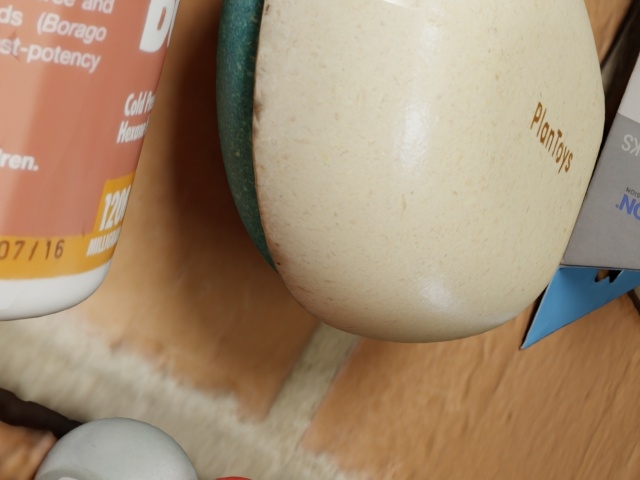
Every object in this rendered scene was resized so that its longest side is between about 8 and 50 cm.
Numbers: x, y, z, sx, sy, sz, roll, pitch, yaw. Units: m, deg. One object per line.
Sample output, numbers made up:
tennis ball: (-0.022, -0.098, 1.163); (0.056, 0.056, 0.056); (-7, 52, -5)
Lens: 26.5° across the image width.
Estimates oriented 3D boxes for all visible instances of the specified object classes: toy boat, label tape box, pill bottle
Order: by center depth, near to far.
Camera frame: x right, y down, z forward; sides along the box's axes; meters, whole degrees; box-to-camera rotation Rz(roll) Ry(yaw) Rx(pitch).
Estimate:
pill bottle: (-0.088, -0.098, 0.344); (0.121, 0.121, 0.216); (-3, 113, -56)
toy boat: (0.000, 0.000, 0.547); (0.318, 0.148, 0.267); (-68, 154, -11)
label tape box: (0.283, -0.072, 0.896); (0.240, 0.106, 0.334); (-19, 132, -50)
